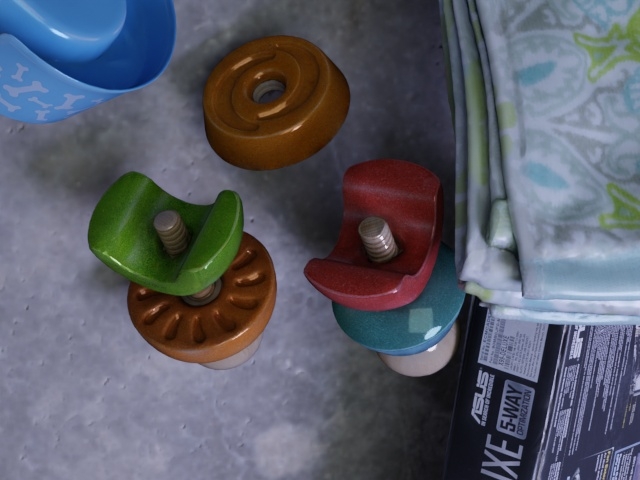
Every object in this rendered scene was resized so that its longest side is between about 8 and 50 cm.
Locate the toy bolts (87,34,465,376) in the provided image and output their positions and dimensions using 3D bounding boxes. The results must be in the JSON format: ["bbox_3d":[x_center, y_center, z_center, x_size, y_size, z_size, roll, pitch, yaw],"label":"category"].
[{"bbox_3d":[0.000,0.000,1.057,0.218,0.229,0.158,-61,151,-25],"label":"toy bolts"}]

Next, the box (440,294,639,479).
[{"bbox_3d":[0.178,0.157,1.125,0.242,0.077,0.307,-8,110,-53],"label":"box"}]

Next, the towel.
[{"bbox_3d":[0.256,-0.102,1.011,0.375,0.090,0.320,1,67,-11],"label":"towel"}]

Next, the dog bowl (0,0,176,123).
[{"bbox_3d":[-0.221,-0.187,0.946,0.297,0.166,0.074,41,128,-22],"label":"dog bowl"}]
